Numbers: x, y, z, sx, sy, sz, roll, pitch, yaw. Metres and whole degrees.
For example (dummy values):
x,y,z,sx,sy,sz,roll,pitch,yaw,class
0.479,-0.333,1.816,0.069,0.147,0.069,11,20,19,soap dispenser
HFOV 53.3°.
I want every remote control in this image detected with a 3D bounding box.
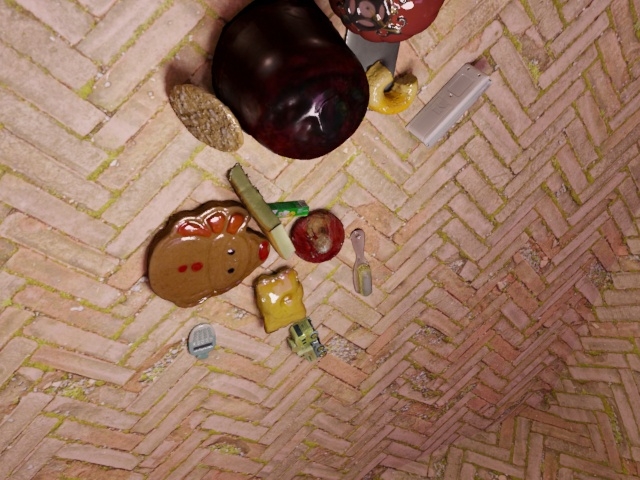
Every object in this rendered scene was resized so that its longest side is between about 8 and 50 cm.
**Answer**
x,y,z,sx,sy,sz,roll,pitch,yaw,class
0.400,-0.420,1.991,0.277,0.103,0.055,-46,140,6,remote control

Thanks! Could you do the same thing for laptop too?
x,y,z,sx,sy,sz,roll,pitch,yaw,class
0.138,-0.490,1.814,0.187,0.015,0.269,-13,130,-27,laptop

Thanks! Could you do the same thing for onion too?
x,y,z,sx,sy,sz,roll,pitch,yaw,class
0.000,0.000,2.026,0.184,0.147,0.184,-8,119,-15,onion

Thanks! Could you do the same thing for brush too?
x,y,z,sx,sy,sz,roll,pitch,yaw,class
0.153,0.086,2.263,0.072,0.067,0.313,-23,132,-16,brush

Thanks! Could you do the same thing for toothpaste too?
x,y,z,sx,sy,sz,roll,pitch,yaw,class
-0.121,-0.093,1.940,0.178,0.043,0.037,-7,131,-30,toothpaste

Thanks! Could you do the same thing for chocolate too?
x,y,z,sx,sy,sz,roll,pitch,yaw,class
-0.041,-0.374,1.541,0.383,0.331,0.384,-23,133,-27,chocolate

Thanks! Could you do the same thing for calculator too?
x,y,z,sx,sy,sz,roll,pitch,yaw,class
-0.392,0.336,2.116,0.095,0.021,0.153,-14,130,-25,calculator

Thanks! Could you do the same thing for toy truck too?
x,y,z,sx,sy,sz,roll,pitch,yaw,class
-0.056,0.374,2.337,0.116,0.085,0.191,-28,138,-6,toy truck

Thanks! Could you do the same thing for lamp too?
x,y,z,sx,sy,sz,roll,pitch,yaw,class
0.154,-0.619,1.522,0.257,0.303,0.303,-61,147,-31,lamp

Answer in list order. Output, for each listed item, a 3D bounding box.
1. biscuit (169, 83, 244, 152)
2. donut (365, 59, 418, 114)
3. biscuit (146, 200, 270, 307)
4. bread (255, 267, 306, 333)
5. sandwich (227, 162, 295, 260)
x,y,z,sx,sy,sz,roll,pitch,yaw,class
-0.278,-0.296,1.561,0.033,0.220,0.220,-57,143,-25,biscuit
0.202,-0.429,1.846,0.181,0.078,0.146,6,117,-39,donut
-0.325,0.043,1.899,0.381,0.074,0.359,-9,131,-25,biscuit
-0.138,0.191,2.131,0.160,0.088,0.233,-25,132,-23,bread
-0.168,-0.071,1.819,0.063,0.245,0.212,-32,152,-5,sandwich
